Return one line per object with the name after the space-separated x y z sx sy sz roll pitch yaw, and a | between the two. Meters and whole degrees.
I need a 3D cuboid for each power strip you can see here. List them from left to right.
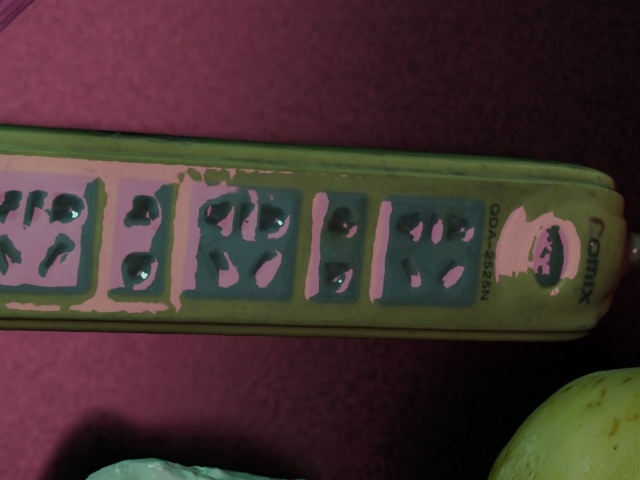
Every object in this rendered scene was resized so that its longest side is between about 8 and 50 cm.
0.000 0.000 0.697 0.388 0.066 0.092 2 98 -22 | power strip

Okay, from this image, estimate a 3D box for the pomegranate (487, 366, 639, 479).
0.182 0.150 0.715 0.215 0.215 0.215 -3 97 -21 | pomegranate

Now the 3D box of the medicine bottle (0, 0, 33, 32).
-0.095 -0.234 0.571 0.290 0.178 0.178 -48 110 -10 | medicine bottle

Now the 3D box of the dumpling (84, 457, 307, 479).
-0.027 0.177 0.698 0.219 0.108 0.152 34 121 -7 | dumpling
